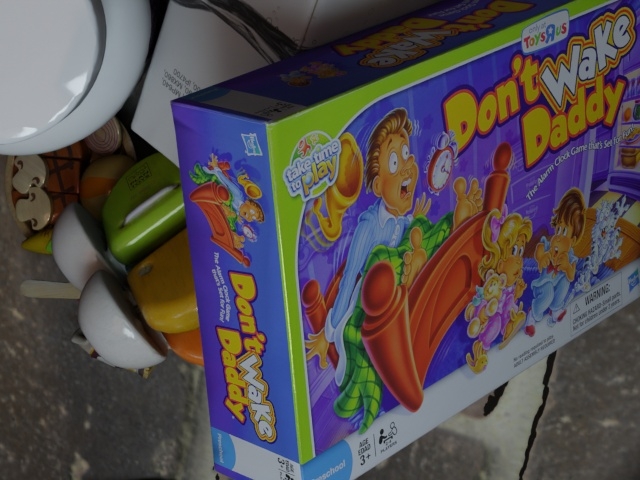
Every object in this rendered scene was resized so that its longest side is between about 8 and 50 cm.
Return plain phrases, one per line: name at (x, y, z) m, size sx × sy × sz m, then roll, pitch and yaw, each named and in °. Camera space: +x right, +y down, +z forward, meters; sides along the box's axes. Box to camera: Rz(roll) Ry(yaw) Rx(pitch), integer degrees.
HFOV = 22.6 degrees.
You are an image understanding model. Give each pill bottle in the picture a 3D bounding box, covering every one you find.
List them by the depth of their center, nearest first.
pill bottle at (-0.189, -0.147, 1.038) m, size 0.169 × 0.301 × 0.169 m, roll 0°, pitch 102°, yaw -1°

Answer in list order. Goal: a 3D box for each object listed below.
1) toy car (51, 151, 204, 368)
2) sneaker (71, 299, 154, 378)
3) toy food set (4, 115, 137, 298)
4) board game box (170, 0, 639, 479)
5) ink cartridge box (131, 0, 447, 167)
toy car at (-0.088, 0.016, 1.123) m, size 0.159 × 0.182 × 0.136 m, roll -37°, pitch 132°, yaw 4°
sneaker at (-0.153, 0.022, 1.261) m, size 0.084 × 0.069 × 0.185 m, roll 19°, pitch 118°, yaw 7°
toy food set at (-0.191, -0.049, 1.216) m, size 0.132 × 0.038 × 0.192 m, roll -2°, pitch 88°, yaw 27°
board game box at (0.073, -0.019, 0.990) m, size 0.078 × 0.347 × 0.233 m, roll 17°, pitch 121°, yaw 41°
ink cartridge box at (0.015, -0.168, 1.021) m, size 0.114 × 0.197 × 0.273 m, roll 37°, pitch 124°, yaw 26°
